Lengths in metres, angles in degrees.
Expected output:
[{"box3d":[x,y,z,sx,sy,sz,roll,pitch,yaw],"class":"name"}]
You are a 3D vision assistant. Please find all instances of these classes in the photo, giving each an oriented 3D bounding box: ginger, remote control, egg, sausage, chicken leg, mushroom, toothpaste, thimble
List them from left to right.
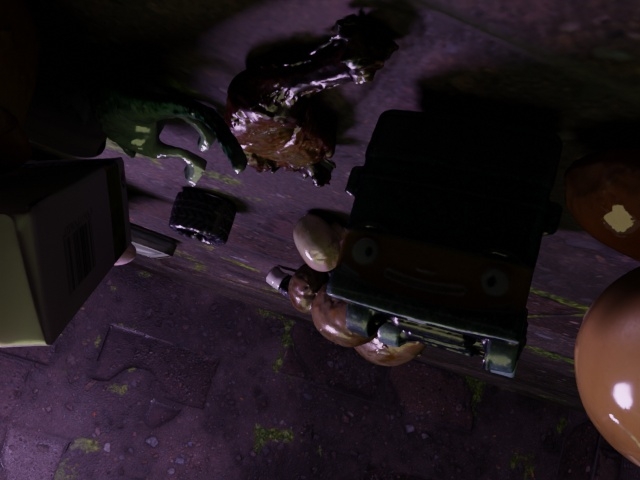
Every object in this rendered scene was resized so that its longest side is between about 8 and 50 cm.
[{"box3d":[-0.329,-0.148,0.637,0.221,0.042,0.078,21,-156,-21],"class":"remote control"},{"box3d":[-0.181,-0.033,0.943,0.095,0.066,0.104,18,169,-14],"class":"thimble"},{"box3d":[-0.019,-0.096,0.467,0.106,0.051,0.253,13,168,-9],"class":"chicken leg"},{"box3d":[-0.032,0.125,1.357,0.193,0.045,0.071,35,-144,22],"class":"toothpaste"},{"box3d":[0.000,0.000,0.839,0.083,0.067,0.083,52,171,12],"class":"mushroom"},{"box3d":[0.084,0.144,1.219,0.304,0.155,0.244,32,170,-26],"class":"ginger"},{"box3d":[0.249,-0.010,0.422,0.194,0.077,0.077,20,168,-22],"class":"sausage"},{"box3d":[0.334,0.112,0.554,0.201,0.201,0.244,11,157,28],"class":"egg"}]

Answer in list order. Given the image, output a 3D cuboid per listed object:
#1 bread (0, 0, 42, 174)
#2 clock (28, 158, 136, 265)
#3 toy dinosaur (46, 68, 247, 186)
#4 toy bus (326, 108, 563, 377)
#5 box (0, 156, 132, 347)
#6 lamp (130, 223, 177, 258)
[{"box3d":[-0.344,-0.148,0.458,0.268,0.146,0.268,12,167,3],"class":"bread"},{"box3d":[-0.539,-0.011,1.099,0.376,0.251,0.368,7,165,41],"class":"clock"},{"box3d":[-0.118,-0.091,0.519,0.383,0.076,0.129,17,174,45],"class":"toy dinosaur"},{"box3d":[0.113,0.015,0.508,0.138,0.167,0.275,13,172,20],"class":"toy bus"},{"box3d":[-0.301,-0.003,0.550,0.200,0.106,0.299,-3,-166,-5],"class":"box"},{"box3d":[-0.511,-0.015,1.539,0.269,0.047,0.266,22,167,-22],"class":"lamp"}]
